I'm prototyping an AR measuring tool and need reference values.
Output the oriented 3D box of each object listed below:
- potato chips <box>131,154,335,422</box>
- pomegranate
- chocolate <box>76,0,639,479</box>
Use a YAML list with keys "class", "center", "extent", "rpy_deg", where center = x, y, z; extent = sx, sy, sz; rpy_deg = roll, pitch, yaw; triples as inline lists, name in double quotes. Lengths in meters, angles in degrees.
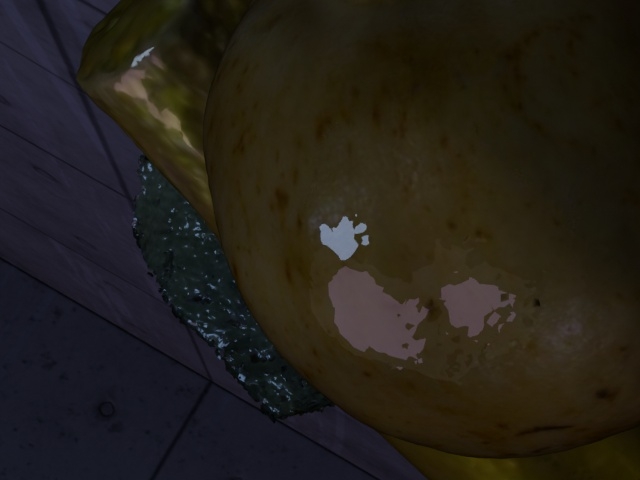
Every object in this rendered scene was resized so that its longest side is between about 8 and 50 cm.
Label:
- class: "potato chips"
  center: [-0.046, -0.016, 0.904]
  extent: [0.167, 0.228, 0.059]
  rpy_deg: [-2, -167, 28]
- class: "pomegranate"
  center: [0.052, -0.032, 0.494]
  extent: [0.196, 0.196, 0.196]
  rpy_deg: [30, 168, 7]
- class: "chocolate"
  center: [0.069, 0.027, 0.799]
  extent: [0.445, 0.162, 0.162]
  rpy_deg: [44, 163, -31]
